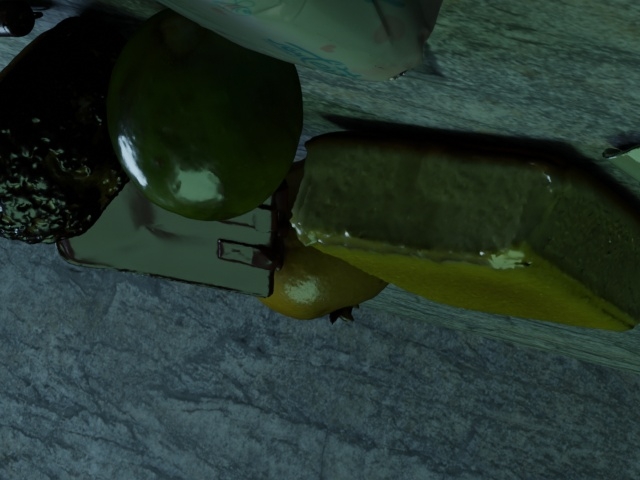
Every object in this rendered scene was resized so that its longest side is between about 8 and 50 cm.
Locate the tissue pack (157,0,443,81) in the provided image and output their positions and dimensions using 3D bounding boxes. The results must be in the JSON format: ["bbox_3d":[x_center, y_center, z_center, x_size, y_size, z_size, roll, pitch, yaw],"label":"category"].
[{"bbox_3d":[-0.071,-0.199,0.898,0.201,0.124,0.271,26,-178,43],"label":"tissue pack"}]

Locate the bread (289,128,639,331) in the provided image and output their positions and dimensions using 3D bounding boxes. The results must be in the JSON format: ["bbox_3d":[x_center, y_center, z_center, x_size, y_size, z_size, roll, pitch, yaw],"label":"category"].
[{"bbox_3d":[0.178,-0.011,1.728,0.323,0.143,0.333,9,170,33],"label":"bread"}]

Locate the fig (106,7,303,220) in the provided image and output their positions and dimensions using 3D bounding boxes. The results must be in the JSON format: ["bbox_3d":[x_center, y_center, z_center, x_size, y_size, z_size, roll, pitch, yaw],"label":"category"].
[{"bbox_3d":[-0.104,-0.120,1.378,0.181,0.181,0.191,12,148,21],"label":"fig"}]

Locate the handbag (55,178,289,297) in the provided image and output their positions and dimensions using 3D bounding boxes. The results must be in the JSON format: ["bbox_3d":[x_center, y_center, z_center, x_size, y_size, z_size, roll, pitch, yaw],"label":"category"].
[{"bbox_3d":[-0.172,-0.060,1.770,0.275,0.084,0.260,8,133,9],"label":"handbag"}]

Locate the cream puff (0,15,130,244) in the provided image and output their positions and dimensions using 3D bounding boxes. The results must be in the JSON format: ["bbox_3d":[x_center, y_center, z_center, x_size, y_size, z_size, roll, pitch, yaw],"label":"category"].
[{"bbox_3d":[-0.260,-0.103,1.551,0.165,0.239,0.239,40,169,-7],"label":"cream puff"}]

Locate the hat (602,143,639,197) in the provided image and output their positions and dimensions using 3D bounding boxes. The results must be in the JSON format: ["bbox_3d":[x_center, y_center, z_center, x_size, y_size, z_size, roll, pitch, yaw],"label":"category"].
[{"bbox_3d":[0.342,-0.043,1.454,0.166,0.081,0.122,29,166,-19],"label":"hat"}]

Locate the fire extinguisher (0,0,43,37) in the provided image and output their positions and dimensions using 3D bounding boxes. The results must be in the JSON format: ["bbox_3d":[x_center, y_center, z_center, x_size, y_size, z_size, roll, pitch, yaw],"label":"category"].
[{"bbox_3d":[-0.325,-0.223,1.584,0.132,0.039,0.056,7,-159,44],"label":"fire extinguisher"}]

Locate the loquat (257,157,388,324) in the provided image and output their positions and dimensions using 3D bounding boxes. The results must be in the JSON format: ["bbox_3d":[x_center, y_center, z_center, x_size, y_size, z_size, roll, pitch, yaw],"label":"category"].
[{"bbox_3d":[0.000,0.000,1.936,0.208,0.208,0.208,15,172,2],"label":"loquat"}]
